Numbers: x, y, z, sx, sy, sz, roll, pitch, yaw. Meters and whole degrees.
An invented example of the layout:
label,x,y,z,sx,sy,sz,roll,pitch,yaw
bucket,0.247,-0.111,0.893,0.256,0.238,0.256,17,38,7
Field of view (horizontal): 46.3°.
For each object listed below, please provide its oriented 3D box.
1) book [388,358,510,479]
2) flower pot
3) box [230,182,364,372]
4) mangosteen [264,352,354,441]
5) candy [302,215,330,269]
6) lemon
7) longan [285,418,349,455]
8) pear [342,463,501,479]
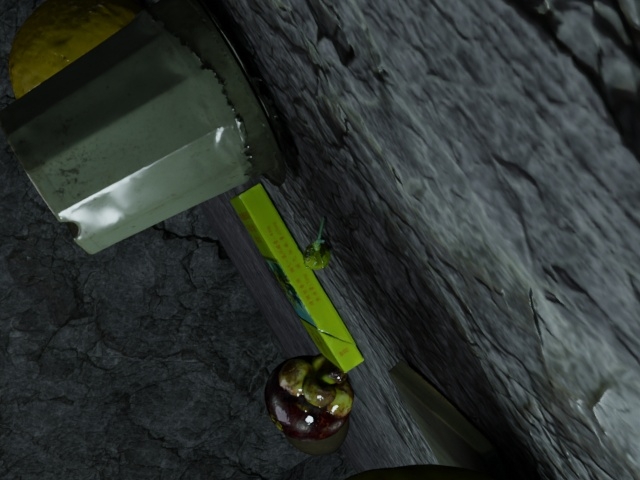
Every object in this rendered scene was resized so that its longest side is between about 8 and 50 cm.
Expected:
label,x,y,z,sx,sy,sz,roll,pitch,yaw
book,0.184,0.288,0.859,0.283,0.025,0.215,63,168,-24
flower pot,-0.207,-0.132,0.862,0.290,0.259,0.290,57,172,13
box,-0.045,0.060,1.274,0.335,0.047,0.187,59,170,-6
mangosteen,-0.012,0.314,1.573,0.192,0.192,0.217,55,131,25
candy,0.000,0.000,0.920,0.123,0.035,0.035,103,-178,-61
lemon,-0.393,-0.290,1.263,0.253,0.310,0.253,13,139,12
longan,-0.016,0.463,1.965,0.212,0.198,0.198,65,170,-11
pear,0.114,0.343,0.675,0.321,0.269,0.269,41,176,-16
